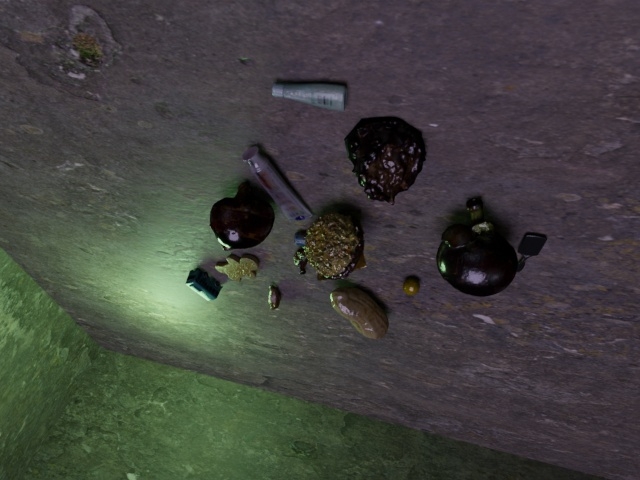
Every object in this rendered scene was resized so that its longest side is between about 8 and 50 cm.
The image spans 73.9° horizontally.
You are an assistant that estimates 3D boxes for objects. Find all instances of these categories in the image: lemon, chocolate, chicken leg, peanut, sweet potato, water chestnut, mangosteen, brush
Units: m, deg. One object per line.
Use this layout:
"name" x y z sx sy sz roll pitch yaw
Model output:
"lemon" 0.340 0.175 1.598 0.062 0.062 0.083 19 143 -1
"chocolate" 0.167 -0.189 1.124 0.224 0.177 0.206 29 142 -16
"chicken leg" -0.061 0.073 1.653 0.089 0.048 0.219 29 142 -9
"peanut" 0.164 0.294 1.764 0.325 0.140 0.153 40 155 -23
"sweet potato" -0.212 0.263 1.944 0.059 0.068 0.206 -7 136 -6
"water chestnut" -0.264 -0.081 1.444 0.223 0.239 0.223 3 -179 0
"mangosteen" 0.464 0.023 1.252 0.231 0.231 0.290 8 116 13
"brush" 0.649 0.044 1.340 0.062 0.016 0.194 11 142 11

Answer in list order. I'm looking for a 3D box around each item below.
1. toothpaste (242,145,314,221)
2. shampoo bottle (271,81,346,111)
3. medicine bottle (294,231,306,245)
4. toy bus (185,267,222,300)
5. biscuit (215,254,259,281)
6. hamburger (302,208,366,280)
"toothpaste" -0.136 -0.167 1.377 0.100 0.066 0.323 -11 139 26
"shampoo bottle" -0.029 -0.375 1.084 0.190 0.041 0.069 12 148 10
"medicine bottle" 0.000 0.000 1.533 0.190 0.051 0.051 5 141 17
"toy bus" -0.550 0.208 1.993 0.079 0.092 0.160 -17 131 36
"biscuit" -0.347 0.115 1.842 0.153 0.030 0.234 37 139 -24
"hamburger" 0.034 0.011 1.390 0.138 0.243 0.261 17 148 -39
